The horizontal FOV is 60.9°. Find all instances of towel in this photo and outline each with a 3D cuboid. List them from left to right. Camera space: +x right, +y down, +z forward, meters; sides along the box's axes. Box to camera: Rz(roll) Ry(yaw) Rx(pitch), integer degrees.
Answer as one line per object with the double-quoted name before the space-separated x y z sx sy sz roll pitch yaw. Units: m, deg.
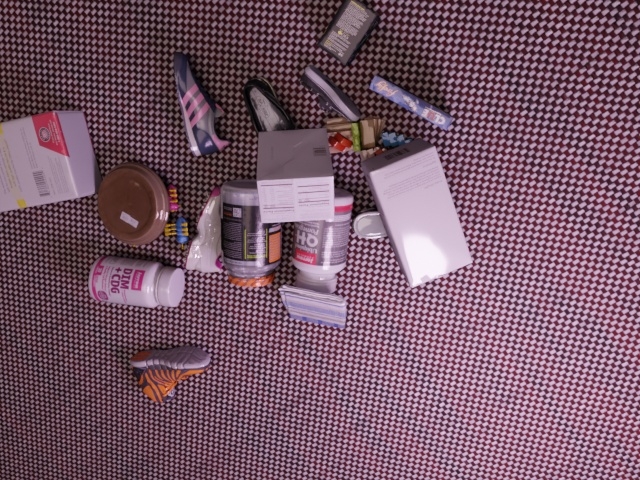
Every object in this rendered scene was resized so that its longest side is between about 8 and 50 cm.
"towel" -0.018 0.215 1.738 0.209 0.285 0.034 11 67 8

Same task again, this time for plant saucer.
"plant saucer" -0.622 -0.118 1.783 0.278 0.041 0.277 3 99 18

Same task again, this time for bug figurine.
"bug figurine" -0.548 -0.083 1.821 0.279 0.072 0.216 3 99 19

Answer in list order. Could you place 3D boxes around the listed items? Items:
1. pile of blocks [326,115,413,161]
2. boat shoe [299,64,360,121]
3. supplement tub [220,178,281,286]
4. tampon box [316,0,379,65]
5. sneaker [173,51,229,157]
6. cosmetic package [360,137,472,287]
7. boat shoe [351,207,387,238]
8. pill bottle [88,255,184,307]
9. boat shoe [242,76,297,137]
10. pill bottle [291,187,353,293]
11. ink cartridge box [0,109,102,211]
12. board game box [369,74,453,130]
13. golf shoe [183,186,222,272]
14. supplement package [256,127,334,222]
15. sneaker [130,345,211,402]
"pile of blocks" 0.177 -0.281 1.620 0.362 0.112 0.149 19 108 4
"boat shoe" 0.021 -0.420 1.615 0.228 0.080 0.076 46 119 9
"supplement tub" -0.218 -0.025 1.720 0.194 0.193 0.316 5 106 9
"tampon box" 0.081 -0.593 1.544 0.101 0.120 0.161 35 108 -2
"sneaker" -0.370 -0.428 1.694 0.131 0.112 0.319 -12 107 -4
"cosmetic package" 0.271 -0.078 1.544 0.197 0.155 0.365 -21 110 1
"boat shoe" 0.246 -0.059 1.681 0.303 0.091 0.114 5 103 -5
"pill bottle" -0.623 0.144 1.859 0.283 0.160 0.160 6 106 8
"boat shoe" -0.137 -0.337 1.660 0.127 0.113 0.340 -20 101 14
"pill bottle" 0.000 0.000 1.697 0.176 0.176 0.318 8 107 8
"ink cartridge box" -0.959 -0.259 1.805 0.385 0.160 0.279 -8 103 12
"board game box" 0.258 -0.394 1.546 0.243 0.165 0.042 29 109 2
"golf shoe" -0.351 -0.029 1.800 0.140 0.115 0.306 19 112 -10
"supplement package" -0.071 -0.187 1.536 0.204 0.262 0.145 -3 131 -2
"sneaker" -0.524 0.489 1.972 0.321 0.124 0.180 -4 109 22
